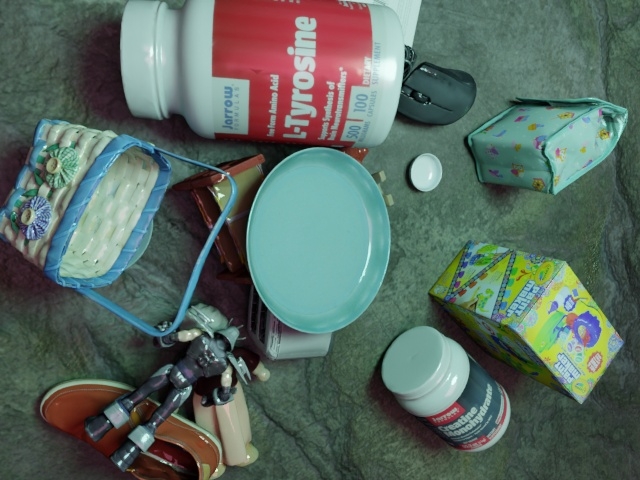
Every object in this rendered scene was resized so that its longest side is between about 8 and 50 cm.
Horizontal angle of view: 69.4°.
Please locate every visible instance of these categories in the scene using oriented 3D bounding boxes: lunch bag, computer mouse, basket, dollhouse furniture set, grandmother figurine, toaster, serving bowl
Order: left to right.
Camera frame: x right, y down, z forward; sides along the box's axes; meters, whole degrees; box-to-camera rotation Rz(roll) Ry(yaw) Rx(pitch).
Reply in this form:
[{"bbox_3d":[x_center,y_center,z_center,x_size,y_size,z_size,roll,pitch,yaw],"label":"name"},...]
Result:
[{"bbox_3d":[-0.293,-0.026,0.675,0.288,0.201,0.255,23,88,1],"label":"basket"},{"bbox_3d":[-0.198,0.280,0.897,0.207,0.104,0.343,-18,109,-29],"label":"grandmother figurine"},{"bbox_3d":[-0.054,-0.089,0.889,0.374,0.152,0.202,-31,110,-34],"label":"dollhouse furniture set"},{"bbox_3d":[-0.053,0.127,0.898,0.146,0.129,0.227,-3,109,-33],"label":"toaster"},{"bbox_3d":[0.232,-0.154,1.043,0.083,0.027,0.084,-4,101,-22],"label":"serving bowl"},{"bbox_3d":[0.224,-0.288,0.955,0.272,0.072,0.189,-4,144,-31],"label":"computer mouse"},{"bbox_3d":[0.510,-0.237,1.042,0.262,0.223,0.160,-35,118,-14],"label":"lunch bag"}]

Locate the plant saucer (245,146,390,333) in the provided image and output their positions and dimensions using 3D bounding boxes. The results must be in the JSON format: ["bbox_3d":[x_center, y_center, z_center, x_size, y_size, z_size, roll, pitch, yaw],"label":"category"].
[{"bbox_3d":[0.000,0.000,0.810,0.317,0.043,0.318,-2,93,-39],"label":"plant saucer"}]

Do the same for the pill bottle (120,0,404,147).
[{"bbox_3d":[-0.090,-0.275,0.751,0.406,0.229,0.229,1,99,-9],"label":"pill bottle"}]

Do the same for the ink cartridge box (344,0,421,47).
[{"bbox_3d":[0.046,-0.486,0.855,0.282,0.117,0.208,9,96,-25],"label":"ink cartridge box"}]

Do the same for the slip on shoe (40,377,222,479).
[{"bbox_3d":[-0.333,0.342,0.812,0.331,0.101,0.123,28,98,-5],"label":"slip on shoe"}]

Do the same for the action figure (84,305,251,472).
[{"bbox_3d":[-0.243,0.233,0.775,0.285,0.099,0.185,-40,88,-20],"label":"action figure"}]

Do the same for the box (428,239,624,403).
[{"bbox_3d":[0.461,0.175,1.062,0.290,0.279,0.177,44,81,-24],"label":"box"}]

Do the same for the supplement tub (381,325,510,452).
[{"bbox_3d":[0.288,0.341,1.064,0.272,0.191,0.191,43,81,-24],"label":"supplement tub"}]

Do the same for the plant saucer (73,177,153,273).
[{"bbox_3d":[-0.390,-0.033,0.790,0.194,0.037,0.195,-5,102,-23],"label":"plant saucer"}]
